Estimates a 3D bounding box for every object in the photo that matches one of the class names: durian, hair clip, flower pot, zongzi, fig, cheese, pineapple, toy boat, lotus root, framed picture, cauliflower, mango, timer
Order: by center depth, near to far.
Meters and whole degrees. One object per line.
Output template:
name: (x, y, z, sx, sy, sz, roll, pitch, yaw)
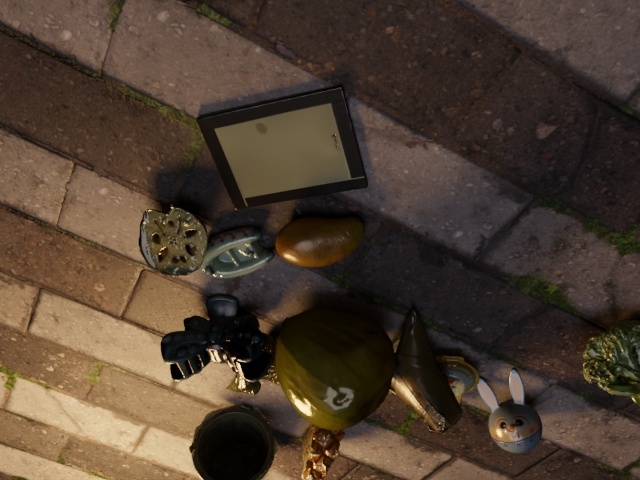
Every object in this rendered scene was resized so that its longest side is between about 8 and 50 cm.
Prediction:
framed picture: (-0.084, -0.203, 1.336, 0.347, 0.016, 0.265, -9, 126, 15)
mango: (0.000, 0.000, 1.441, 0.228, 0.099, 0.136, -12, 120, 6)
lotus root: (-0.368, -0.010, 1.482, 0.183, 0.078, 0.203, 24, 118, 1)
cauliflower: (0.839, 0.340, 1.504, 0.275, 0.250, 0.272, -30, 121, 22)
toy boat: (-0.229, 0.042, 1.513, 0.208, 0.079, 0.134, -15, 128, 17)
fig: (0.028, 0.338, 1.572, 0.343, 0.343, 0.343, 4, 129, 4)
zongzi: (0.310, 0.365, 1.610, 0.260, 0.123, 0.289, 41, 132, 32)
hair clip: (-0.285, 0.294, 1.639, 0.310, 0.206, 0.194, -1, 132, 9)
durian: (-0.131, 0.389, 1.715, 0.208, 0.102, 0.146, 52, 155, 18)
timer: (0.578, 0.535, 1.750, 0.175, 0.175, 0.255, -18, 123, 20)
cheese: (0.389, 0.441, 1.755, 0.177, 0.069, 0.270, 3, 129, 6)
zongzi: (-0.269, 0.426, 1.842, 0.130, 0.062, 0.154, -2, 123, 24)
pineapple: (-0.009, 0.707, 1.975, 0.114, 0.186, 0.236, 24, 84, -8)
flower pot: (-0.287, 0.744, 1.981, 0.290, 0.290, 0.259, 6, 141, 2)
